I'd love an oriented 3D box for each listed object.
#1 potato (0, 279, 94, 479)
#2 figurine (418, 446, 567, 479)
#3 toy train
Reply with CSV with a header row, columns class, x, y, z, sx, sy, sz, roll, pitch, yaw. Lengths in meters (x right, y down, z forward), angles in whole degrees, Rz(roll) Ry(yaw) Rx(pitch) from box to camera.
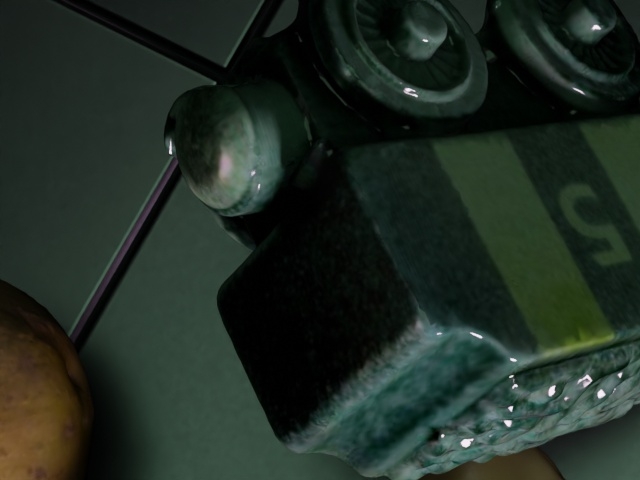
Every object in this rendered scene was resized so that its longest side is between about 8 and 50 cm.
class,x,y,z,sx,sy,sz,roll,pitch,yaw
potato,-0.249,0.117,0.839,0.266,0.229,0.229,-14,74,-13
figurine,0.045,0.173,0.834,0.196,0.108,0.114,-28,36,13
toy train,0.073,-0.015,0.793,0.299,0.167,0.238,-9,64,-38
